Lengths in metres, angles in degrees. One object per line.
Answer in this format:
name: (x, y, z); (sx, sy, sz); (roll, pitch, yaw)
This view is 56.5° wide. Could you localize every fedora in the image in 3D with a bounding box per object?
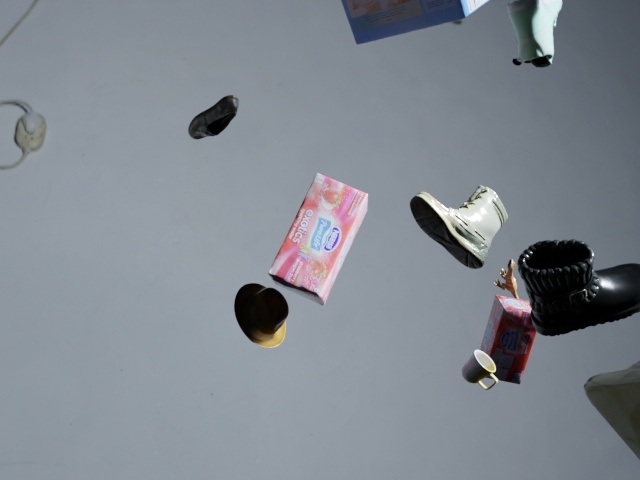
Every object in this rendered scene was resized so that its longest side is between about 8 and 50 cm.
fedora: (-0.141, 0.188, 1.590); (0.194, 0.079, 0.194); (32, 40, -30)

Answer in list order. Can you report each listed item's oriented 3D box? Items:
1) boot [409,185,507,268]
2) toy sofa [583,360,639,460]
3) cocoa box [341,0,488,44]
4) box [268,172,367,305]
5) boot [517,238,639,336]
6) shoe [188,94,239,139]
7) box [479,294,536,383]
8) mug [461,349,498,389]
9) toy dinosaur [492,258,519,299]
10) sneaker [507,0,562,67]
boot: (0.303, -0.064, 1.286); (0.213, 0.077, 0.165); (42, 64, -11)
toy sofa: (0.351, 0.024, 0.355); (0.362, 0.177, 0.150); (-40, 90, -24)
cocoa box: (0.238, -0.662, 1.480); (0.228, 0.347, 0.231); (-43, 121, -34)
box: (0.000, 0.000, 1.566); (0.154, 0.142, 0.300); (24, 78, 9)
boot: (0.666, 0.087, 1.463); (0.348, 0.131, 0.260); (-23, 128, 1)
shoe: (-0.318, -0.350, 1.759); (0.076, 0.219, 0.058); (7, 63, -46)
box: (0.614, 0.322, 1.953); (0.128, 0.122, 0.257); (11, 106, -1)
mug: (0.363, 0.303, 1.374); (0.062, 0.064, 0.078); (22, 30, -32)
toy dinosaur: (0.646, 0.157, 2.019); (0.064, 0.112, 0.212); (-30, 116, -9)
sneaker: (0.487, -0.466, 1.338); (0.256, 0.094, 0.151); (-32, 112, -50)
